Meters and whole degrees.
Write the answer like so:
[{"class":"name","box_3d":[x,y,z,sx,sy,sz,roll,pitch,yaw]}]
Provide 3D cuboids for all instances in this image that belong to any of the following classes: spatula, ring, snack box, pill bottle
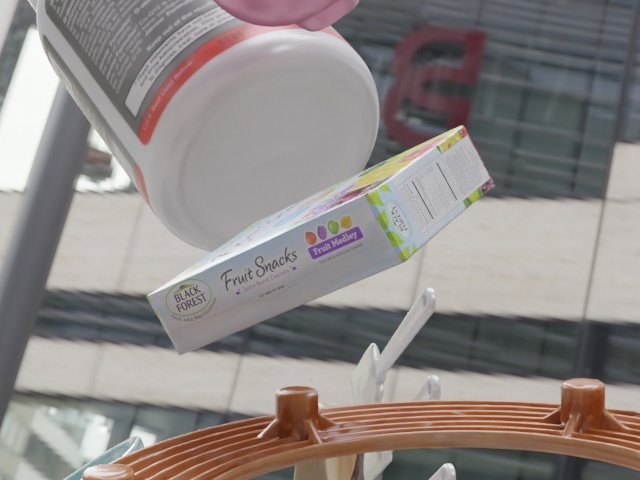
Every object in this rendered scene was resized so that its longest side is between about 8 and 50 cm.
[{"class":"spatula","box_3d":[0.060,0.141,1.045,0.019,0.168,0.242,1,-23,-12]},{"class":"ring","box_3d":[0.051,0.102,0.581,0.336,0.032,0.336,-1,9,0]},{"class":"snack box","box_3d":[0.000,0.000,0.681,0.141,0.100,0.037,-24,-84,37]},{"class":"pill bottle","box_3d":[-0.122,-0.172,1.262,0.210,0.210,0.363,39,9,-50]}]

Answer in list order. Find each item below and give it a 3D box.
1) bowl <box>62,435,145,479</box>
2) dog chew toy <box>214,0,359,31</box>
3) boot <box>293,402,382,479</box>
[{"class":"bowl","box_3d":[-0.225,0.315,1.163,0.163,0.311,0.311,55,-27,-1]},{"class":"dog chew toy","box_3d":[-0.080,-0.285,0.954,0.206,0.206,0.332,-12,-62,50]},{"class":"boot","box_3d":[0.019,0.312,1.582,0.090,0.249,0.207,-2,-25,23]}]
